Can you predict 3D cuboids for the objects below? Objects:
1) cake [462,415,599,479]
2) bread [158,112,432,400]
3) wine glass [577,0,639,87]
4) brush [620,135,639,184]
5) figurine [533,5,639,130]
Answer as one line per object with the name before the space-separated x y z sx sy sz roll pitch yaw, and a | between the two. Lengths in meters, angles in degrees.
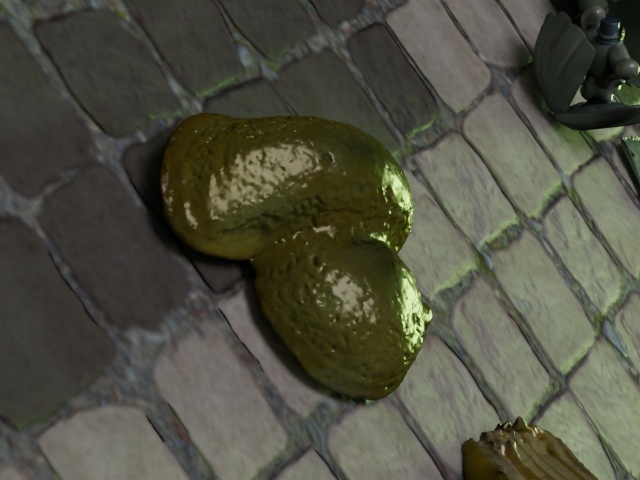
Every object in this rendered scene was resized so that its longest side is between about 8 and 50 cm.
cake | 0.149 0.163 0.920 0.079 0.116 0.185 18 53 -42
bread | 0.000 0.000 0.910 0.187 0.065 0.149 24 49 -44
wine glass | 0.259 -0.270 1.422 0.143 0.143 0.321 31 39 -34
brush | 0.282 0.019 1.315 0.082 0.010 0.218 1 62 -53
figurine | 0.193 -0.122 1.253 0.082 0.094 0.086 -7 97 -17
